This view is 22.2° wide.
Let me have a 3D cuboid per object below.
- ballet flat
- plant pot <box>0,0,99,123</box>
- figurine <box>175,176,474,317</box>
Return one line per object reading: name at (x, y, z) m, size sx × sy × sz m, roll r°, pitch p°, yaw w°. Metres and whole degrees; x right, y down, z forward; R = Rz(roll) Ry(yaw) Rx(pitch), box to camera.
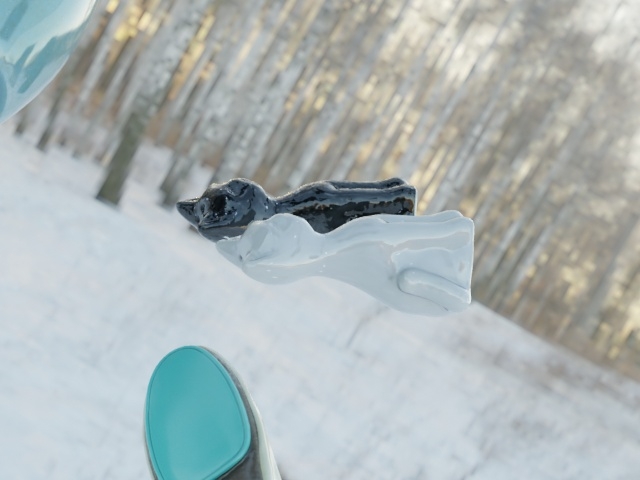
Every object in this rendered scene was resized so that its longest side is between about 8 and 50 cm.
ballet flat at (-0.056, 0.175, 1.070) m, size 0.086 × 0.086 × 0.248 m, roll 29°, pitch 24°, yaw -38°
plant pot at (-0.297, -0.185, 1.212) m, size 0.290 × 0.290 × 0.195 m, roll 29°, pitch 41°, yaw -38°
figurine at (0.000, 0.000, 1.385) m, size 0.209 × 0.092 × 0.215 m, roll 4°, pitch 12°, yaw -20°
